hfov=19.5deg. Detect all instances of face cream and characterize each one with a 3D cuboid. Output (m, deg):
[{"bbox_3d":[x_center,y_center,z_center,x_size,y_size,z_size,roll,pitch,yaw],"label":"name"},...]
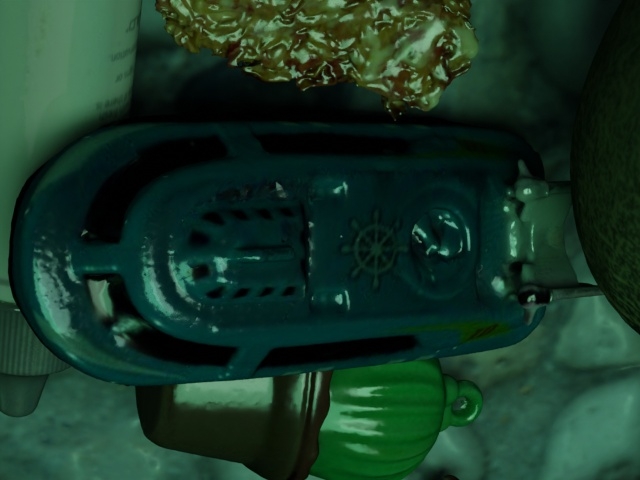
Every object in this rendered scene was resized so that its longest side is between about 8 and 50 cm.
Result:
[{"bbox_3d":[-0.143,-0.046,0.952,0.092,0.092,0.311,4,115,-8],"label":"face cream"}]

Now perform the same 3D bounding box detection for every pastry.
[{"bbox_3d":[-0.003,-0.123,0.949,0.169,0.063,0.087,15,110,-17],"label":"pastry"}]

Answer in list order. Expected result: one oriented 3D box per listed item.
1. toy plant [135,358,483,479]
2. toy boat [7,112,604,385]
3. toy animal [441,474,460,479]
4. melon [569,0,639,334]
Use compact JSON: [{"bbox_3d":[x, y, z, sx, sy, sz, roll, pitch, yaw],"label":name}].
[{"bbox_3d":[0.002,0.069,1.023,0.200,0.105,0.142,-1,109,-23],"label":"toy plant"},{"bbox_3d":[0.000,0.000,0.920,0.299,0.092,0.134,-4,91,-30],"label":"toy boat"},{"bbox_3d":[0.088,0.259,1.131,0.158,0.097,0.312,26,112,-24],"label":"toy animal"},{"bbox_3d":[0.258,-0.070,0.867,0.249,0.248,0.329,24,113,-17],"label":"melon"}]
